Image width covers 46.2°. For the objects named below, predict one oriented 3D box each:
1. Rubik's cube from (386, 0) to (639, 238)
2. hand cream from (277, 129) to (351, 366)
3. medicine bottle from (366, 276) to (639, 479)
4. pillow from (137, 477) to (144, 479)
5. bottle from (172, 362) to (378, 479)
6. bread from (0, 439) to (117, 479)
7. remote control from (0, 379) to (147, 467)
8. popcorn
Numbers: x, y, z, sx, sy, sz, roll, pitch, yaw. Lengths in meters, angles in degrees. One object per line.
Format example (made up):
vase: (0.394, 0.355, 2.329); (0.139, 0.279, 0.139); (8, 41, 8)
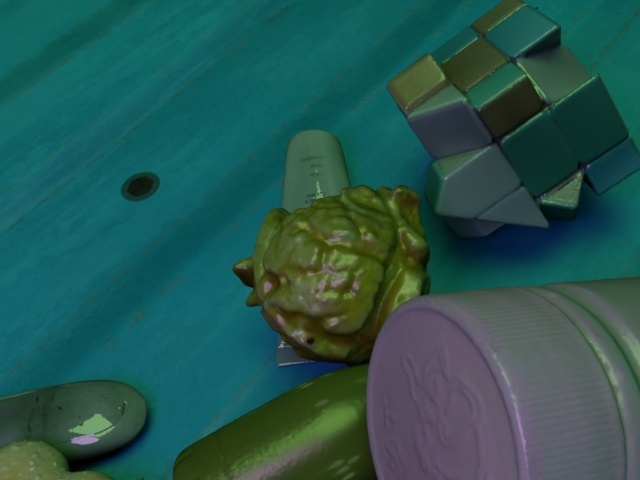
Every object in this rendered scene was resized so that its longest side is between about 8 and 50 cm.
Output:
Rubik's cube: (0.203, -0.117, 0.847); (0.213, 0.265, 0.224); (-36, 29, 11)
hand cream: (0.000, 0.000, 0.894); (0.109, 0.067, 0.320); (-6, 56, 3)
medicine bottle: (0.217, 0.129, 0.568); (0.316, 0.202, 0.202); (-3, 45, -24)
pillow: (-0.239, 0.322, 0.649); (0.230, 0.050, 0.148); (-23, 54, -14)
bottle: (0.006, 0.178, 0.664); (0.260, 0.112, 0.112); (-28, 50, -2)
bread: (-0.293, 0.301, 0.613); (0.316, 0.054, 0.316); (-7, 42, 6)
remote control: (-0.306, 0.196, 0.772); (0.256, 0.045, 0.097); (-12, 48, 3)
popcorn: (0.018, 0.038, 0.735); (0.186, 0.187, 0.167); (3, 73, -22)
